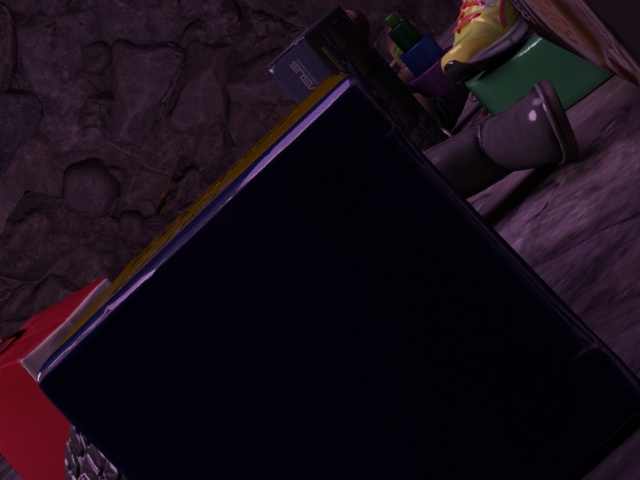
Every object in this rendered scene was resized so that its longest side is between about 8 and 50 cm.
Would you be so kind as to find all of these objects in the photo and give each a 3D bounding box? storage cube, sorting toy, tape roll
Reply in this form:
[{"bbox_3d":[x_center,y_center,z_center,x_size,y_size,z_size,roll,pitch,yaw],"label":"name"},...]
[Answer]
[{"bbox_3d":[-0.321,0.194,1.669,0.193,0.215,0.183,-27,16,46],"label":"storage cube"},{"bbox_3d":[0.207,-0.319,1.446,0.365,0.126,0.127,-44,9,-13],"label":"sorting toy"},{"bbox_3d":[0.296,-0.246,1.345,0.321,0.077,0.321,-43,6,5],"label":"tape roll"}]

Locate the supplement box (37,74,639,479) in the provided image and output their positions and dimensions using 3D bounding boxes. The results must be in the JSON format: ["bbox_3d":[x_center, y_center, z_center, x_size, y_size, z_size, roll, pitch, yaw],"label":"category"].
[{"bbox_3d":[0.006,0.040,0.715,0.195,0.194,0.356,-43,7,4],"label":"supplement box"}]

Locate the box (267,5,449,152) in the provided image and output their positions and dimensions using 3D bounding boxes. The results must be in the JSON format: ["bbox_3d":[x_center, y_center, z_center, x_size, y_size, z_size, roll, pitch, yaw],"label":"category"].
[{"bbox_3d":[0.055,-0.139,1.409,0.059,0.232,0.183,-38,9,22],"label":"box"}]

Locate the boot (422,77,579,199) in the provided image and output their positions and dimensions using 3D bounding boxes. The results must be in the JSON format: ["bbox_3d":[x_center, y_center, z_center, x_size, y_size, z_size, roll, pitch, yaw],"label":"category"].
[{"bbox_3d":[0.101,-0.055,1.064,0.209,0.076,0.189,-20,-8,-2],"label":"boot"}]

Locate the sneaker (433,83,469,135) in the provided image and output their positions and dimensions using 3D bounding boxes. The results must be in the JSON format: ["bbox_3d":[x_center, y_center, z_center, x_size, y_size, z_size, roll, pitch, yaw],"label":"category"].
[{"bbox_3d":[0.141,-0.142,1.693,0.223,0.083,0.098,-51,24,-6],"label":"sneaker"}]

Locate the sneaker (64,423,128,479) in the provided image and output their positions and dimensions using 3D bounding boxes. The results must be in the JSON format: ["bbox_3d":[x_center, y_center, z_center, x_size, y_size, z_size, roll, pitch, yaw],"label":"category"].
[{"bbox_3d":[-0.101,0.147,1.089,0.147,0.129,0.330,11,-58,-44],"label":"sneaker"}]

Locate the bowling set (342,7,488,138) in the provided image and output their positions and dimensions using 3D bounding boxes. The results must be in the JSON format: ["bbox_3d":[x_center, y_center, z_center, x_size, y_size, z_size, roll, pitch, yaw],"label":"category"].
[{"bbox_3d":[0.078,-0.174,1.548,0.287,0.200,0.154,-43,36,24],"label":"bowling set"}]

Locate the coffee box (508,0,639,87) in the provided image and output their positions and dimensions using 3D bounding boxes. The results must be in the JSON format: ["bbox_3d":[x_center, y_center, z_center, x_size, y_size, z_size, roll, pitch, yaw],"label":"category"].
[{"bbox_3d":[0.223,-0.222,1.054,0.098,0.141,0.246,-44,23,5],"label":"coffee box"}]

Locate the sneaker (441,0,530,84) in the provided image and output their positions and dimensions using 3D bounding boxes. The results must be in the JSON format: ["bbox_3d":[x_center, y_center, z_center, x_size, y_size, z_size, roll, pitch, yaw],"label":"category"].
[{"bbox_3d":[0.171,-0.240,1.307,0.208,0.094,0.081,-50,11,-36],"label":"sneaker"}]
